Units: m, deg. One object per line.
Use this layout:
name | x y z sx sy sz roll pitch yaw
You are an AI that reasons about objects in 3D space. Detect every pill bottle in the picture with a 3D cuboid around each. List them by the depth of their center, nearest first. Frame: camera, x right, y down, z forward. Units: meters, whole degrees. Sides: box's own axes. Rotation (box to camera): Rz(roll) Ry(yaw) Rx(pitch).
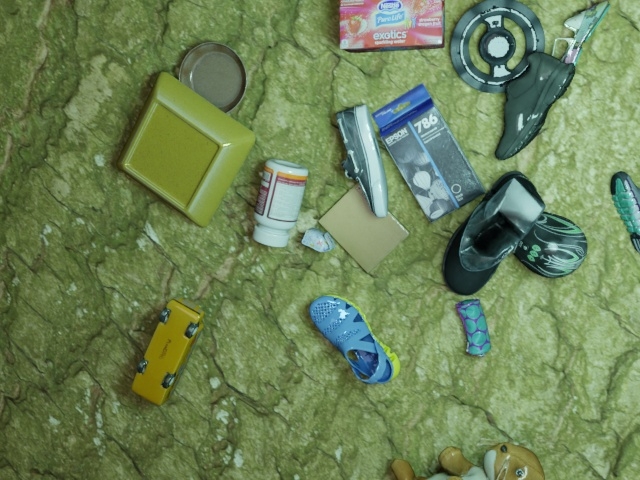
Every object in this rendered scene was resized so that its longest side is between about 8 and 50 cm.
pill bottle | -0.114 -0.102 1.890 0.121 0.121 0.221 17 105 9

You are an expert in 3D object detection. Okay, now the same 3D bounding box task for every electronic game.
electronic game | 0.439 -0.482 1.726 0.229 0.048 0.229 3 108 8

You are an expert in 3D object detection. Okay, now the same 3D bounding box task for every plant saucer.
plant saucer | -0.291 -0.442 1.911 0.199 0.036 0.198 2 101 12
plant saucer | -0.397 -0.242 1.931 0.333 0.081 0.332 35 113 5

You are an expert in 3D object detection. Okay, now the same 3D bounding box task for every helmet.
helmet | 0.580 0.016 1.733 0.162 0.169 0.169 28 106 16

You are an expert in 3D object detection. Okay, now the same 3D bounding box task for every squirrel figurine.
squirrel figurine | 0.449 0.718 1.880 0.370 0.281 0.397 -31 107 6

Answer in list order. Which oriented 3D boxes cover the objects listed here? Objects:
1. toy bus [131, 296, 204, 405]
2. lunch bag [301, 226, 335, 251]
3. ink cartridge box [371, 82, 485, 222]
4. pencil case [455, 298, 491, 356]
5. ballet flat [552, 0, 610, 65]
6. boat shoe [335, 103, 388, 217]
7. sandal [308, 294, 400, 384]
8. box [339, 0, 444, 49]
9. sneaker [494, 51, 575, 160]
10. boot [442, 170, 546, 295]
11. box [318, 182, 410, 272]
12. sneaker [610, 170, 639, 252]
toy bus | -0.440 0.322 2.043 0.108 0.130 0.332 28 106 7
lunch bag | 0.000 0.000 1.910 0.083 0.071 0.053 28 102 10
ink cartridge box | 0.277 -0.227 1.807 0.165 0.065 0.332 -31 92 17
pencil case | 0.411 0.233 1.862 0.070 0.064 0.151 -16 97 -10
ballet flat | 0.611 -0.483 1.677 0.079 0.077 0.221 28 110 10
boat shoe | 0.106 -0.202 1.829 0.102 0.108 0.301 -13 95 15
sandal | 0.091 0.278 1.910 0.317 0.138 0.126 44 109 4
box | 0.180 -0.543 1.736 0.257 0.122 0.128 1 100 13
sneaker | 0.501 -0.330 1.708 0.130 0.109 0.286 37 119 17
boot | 0.387 0.013 1.626 0.146 0.445 0.367 27 105 7
box | 0.118 -0.037 1.901 0.201 0.021 0.164 46 107 1
sneaker | 0.799 -0.079 1.719 0.098 0.083 0.223 -25 99 -4
